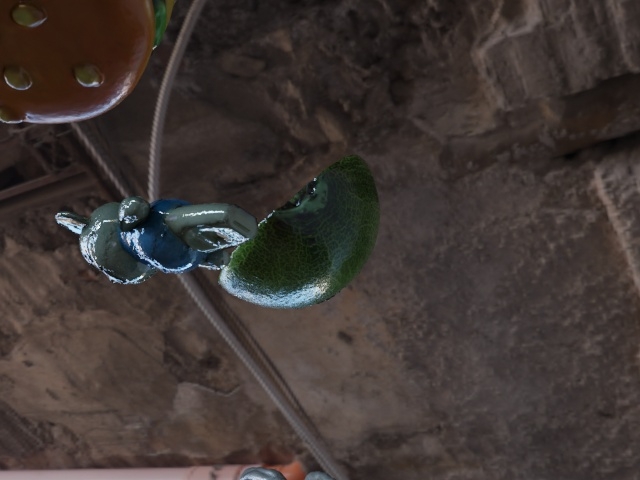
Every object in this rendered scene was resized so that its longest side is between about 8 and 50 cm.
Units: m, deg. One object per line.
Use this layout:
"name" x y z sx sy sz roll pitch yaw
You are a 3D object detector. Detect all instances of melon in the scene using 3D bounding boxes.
"melon" 0.000 0.000 1.068 0.265 0.169 0.129 -40 -97 -13

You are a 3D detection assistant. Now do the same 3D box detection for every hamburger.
"hamburger" -0.412 -0.375 1.172 0.395 0.396 0.277 54 -155 -30

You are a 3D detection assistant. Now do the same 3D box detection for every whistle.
"whistle" -0.141 -0.001 0.705 0.114 0.236 0.077 37 -118 -36

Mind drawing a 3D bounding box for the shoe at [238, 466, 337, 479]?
"shoe" -0.033 0.218 0.574 0.099 0.169 0.071 -37 -75 -35
